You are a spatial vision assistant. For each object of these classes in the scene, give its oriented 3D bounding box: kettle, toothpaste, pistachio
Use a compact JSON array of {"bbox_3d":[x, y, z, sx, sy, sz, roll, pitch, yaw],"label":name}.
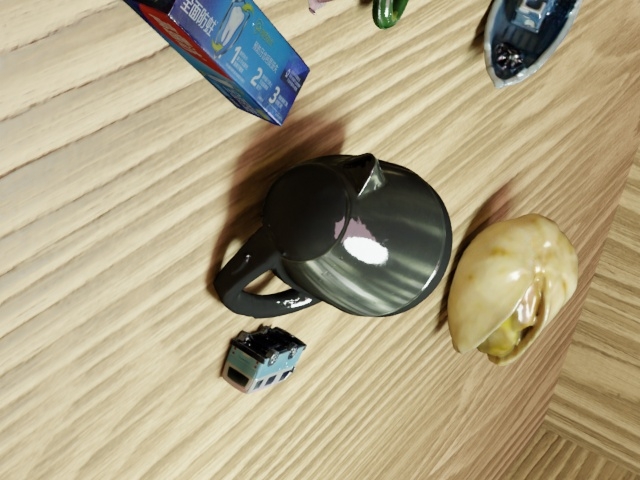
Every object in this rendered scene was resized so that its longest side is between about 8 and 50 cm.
[{"bbox_3d":[0.006,-0.016,1.627,0.271,0.251,0.207,22,64,-62],"label":"kettle"},{"bbox_3d":[-0.097,-0.204,1.291,0.076,0.066,0.320,-63,158,-5],"label":"toothpaste"},{"bbox_3d":[0.363,0.093,2.507,0.238,0.229,0.321,-98,-149,-64],"label":"pistachio"}]

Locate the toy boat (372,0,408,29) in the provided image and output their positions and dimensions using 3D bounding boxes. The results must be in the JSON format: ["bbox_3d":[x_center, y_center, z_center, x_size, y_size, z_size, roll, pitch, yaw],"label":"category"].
[{"bbox_3d":[0.115,-0.362,1.632,0.210,0.052,0.104,-62,161,-9],"label":"toy boat"}]

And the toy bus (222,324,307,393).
[{"bbox_3d":[-0.078,0.163,1.755,0.123,0.060,0.075,-10,127,-62],"label":"toy bus"}]

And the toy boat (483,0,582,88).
[{"bbox_3d":[0.342,-0.374,2.041,0.309,0.129,0.142,-64,174,-6],"label":"toy boat"}]

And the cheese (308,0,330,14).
[{"bbox_3d":[0.033,-0.339,1.434,0.286,0.074,0.189,-37,150,-74],"label":"cheese"}]
